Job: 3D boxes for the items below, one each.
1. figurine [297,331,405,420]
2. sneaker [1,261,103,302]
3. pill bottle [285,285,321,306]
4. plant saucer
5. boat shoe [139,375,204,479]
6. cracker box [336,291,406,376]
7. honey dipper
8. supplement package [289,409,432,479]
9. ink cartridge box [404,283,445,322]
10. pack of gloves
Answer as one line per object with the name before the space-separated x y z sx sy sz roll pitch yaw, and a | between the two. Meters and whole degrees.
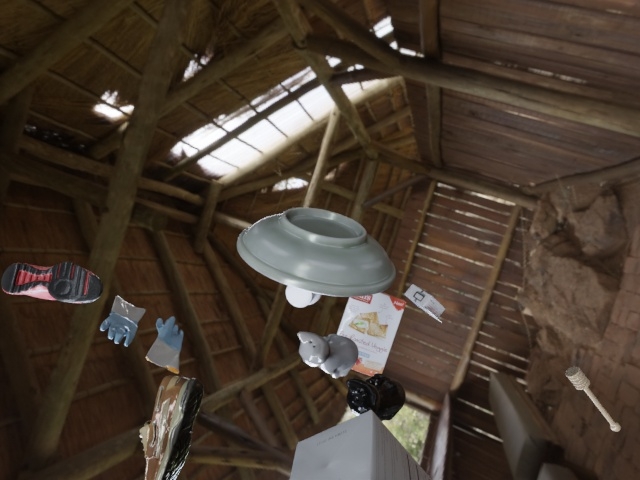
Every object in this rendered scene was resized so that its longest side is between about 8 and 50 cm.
figurine | 0.053 0.260 0.891 0.092 0.215 0.209 -50 -27 -2
sneaker | -0.784 0.127 1.376 0.136 0.314 0.115 61 -143 -73
pill bottle | -0.038 0.136 1.383 0.180 0.108 0.107 -39 -34 -69
plant saucer | 0.000 0.000 1.117 0.400 0.401 0.100 -35 -39 -63
boat shoe | -0.422 0.525 1.237 0.122 0.120 0.323 52 -127 -74
cracker box | 0.132 0.254 1.294 0.067 0.156 0.232 21 -93 -86
honey dipper | 0.549 0.319 0.905 0.030 0.160 0.030 -40 6 5
supplement package | 0.083 0.382 0.618 0.139 0.244 0.134 -33 16 20
ink cartridge box | 0.206 0.121 0.875 0.028 0.048 0.083 -50 27 -2
pack of gloves | -0.411 0.205 1.089 0.046 0.195 0.232 -55 19 3
